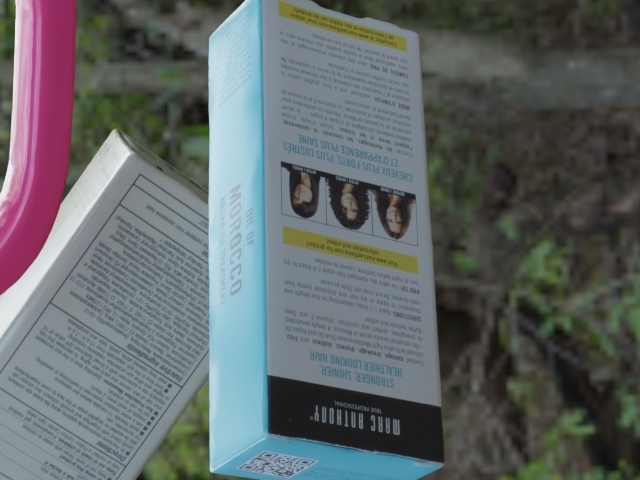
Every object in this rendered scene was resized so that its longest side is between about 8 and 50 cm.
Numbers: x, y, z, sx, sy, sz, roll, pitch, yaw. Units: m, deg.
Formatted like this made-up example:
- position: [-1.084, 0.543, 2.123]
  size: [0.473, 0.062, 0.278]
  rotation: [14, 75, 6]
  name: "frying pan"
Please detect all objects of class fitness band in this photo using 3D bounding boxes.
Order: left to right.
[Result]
- position: [-0.248, -0.089, 1.121]
  size: [0.054, 0.209, 0.290]
  rotation: [25, 113, 56]
  name: "fitness band"

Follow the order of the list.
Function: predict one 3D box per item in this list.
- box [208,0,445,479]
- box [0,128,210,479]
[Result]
- position: [0.000, 0.000, 0.957]
  size: [0.060, 0.100, 0.244]
  rotation: [-37, 47, 51]
  name: "box"
- position: [-0.174, 0.090, 1.372]
  size: [0.311, 0.148, 0.121]
  rotation: [-53, 17, 2]
  name: "box"
